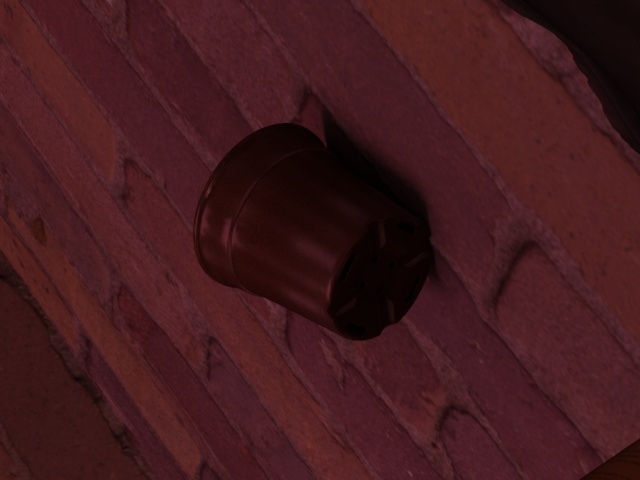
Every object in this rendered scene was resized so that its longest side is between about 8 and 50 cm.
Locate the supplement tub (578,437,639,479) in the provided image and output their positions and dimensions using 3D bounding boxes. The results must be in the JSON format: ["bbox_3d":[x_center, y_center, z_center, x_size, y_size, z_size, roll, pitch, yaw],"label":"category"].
[{"bbox_3d":[0.252,0.221,1.146,0.228,0.316,0.228,49,157,29],"label":"supplement tub"}]

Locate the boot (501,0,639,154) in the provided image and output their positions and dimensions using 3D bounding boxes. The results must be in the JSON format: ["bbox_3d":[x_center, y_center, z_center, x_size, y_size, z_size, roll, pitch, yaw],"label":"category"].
[{"bbox_3d":[0.269,-0.061,0.860,0.367,0.146,0.445,38,-177,-44],"label":"boot"}]

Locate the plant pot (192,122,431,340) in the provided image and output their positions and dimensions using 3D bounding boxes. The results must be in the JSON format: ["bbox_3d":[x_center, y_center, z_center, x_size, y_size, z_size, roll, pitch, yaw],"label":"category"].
[{"bbox_3d":[0.000,0.000,1.689,0.165,0.167,0.167,31,146,40],"label":"plant pot"}]
